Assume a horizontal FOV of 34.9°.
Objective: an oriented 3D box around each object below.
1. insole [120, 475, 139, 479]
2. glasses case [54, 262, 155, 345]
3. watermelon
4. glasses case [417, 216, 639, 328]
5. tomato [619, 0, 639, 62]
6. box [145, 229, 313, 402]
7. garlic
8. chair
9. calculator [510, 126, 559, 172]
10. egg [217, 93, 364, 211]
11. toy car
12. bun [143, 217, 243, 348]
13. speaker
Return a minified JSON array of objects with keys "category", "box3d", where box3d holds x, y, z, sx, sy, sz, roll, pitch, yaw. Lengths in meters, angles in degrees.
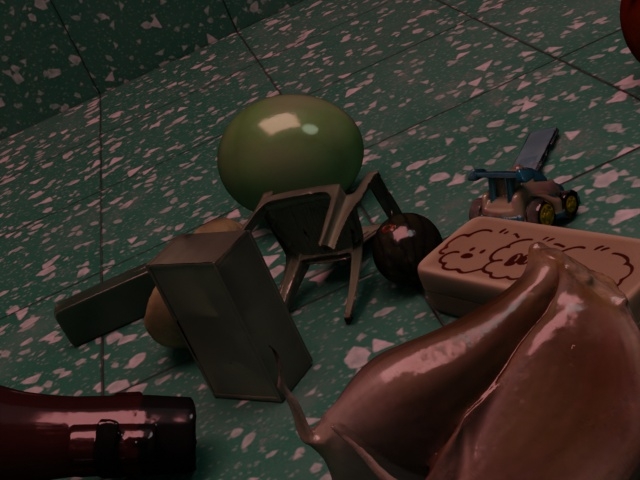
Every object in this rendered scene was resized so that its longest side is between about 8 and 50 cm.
[{"category":"insole","box3d":[-0.239,0.359,1.219,0.081,0.011,0.248,-25,24,0]},{"category":"glasses case","box3d":[-0.358,0.110,1.747,0.184,0.078,0.039,-24,26,1]},{"category":"watermelon","box3d":[0.123,0.003,1.479,0.105,0.105,0.133,-22,48,5]},{"category":"glasses case","box3d":[0.282,0.050,1.287,0.144,0.076,0.336,-38,28,-28]},{"category":"tomato","box3d":[0.622,-0.379,1.662,0.255,0.224,0.256,-22,28,12]},{"category":"box","box3d":[-0.120,0.101,1.370,0.129,0.225,0.086,-3,32,38]},{"category":"garlic","box3d":[0.155,0.181,0.963,0.340,0.246,0.231,-19,36,-15]},{"category":"chair","box3d":[0.000,0.000,1.551,0.203,0.190,0.275,-8,37,29]},{"category":"calculator","box3d":[0.351,-0.140,1.676,0.057,0.018,0.172,-7,29,30]},{"category":"egg","box3d":[-0.054,-0.152,1.824,0.269,0.220,0.220,-14,26,20]},{"category":"toy car","box3d":[0.299,-0.072,1.464,0.161,0.098,0.126,-22,19,-38]},{"category":"bun","box3d":[-0.170,0.075,1.563,0.222,0.127,0.222,-54,-4,-5]},{"category":"speaker","box3d":[-0.328,0.265,1.327,0.329,0.259,0.198,2,67,-8]}]
